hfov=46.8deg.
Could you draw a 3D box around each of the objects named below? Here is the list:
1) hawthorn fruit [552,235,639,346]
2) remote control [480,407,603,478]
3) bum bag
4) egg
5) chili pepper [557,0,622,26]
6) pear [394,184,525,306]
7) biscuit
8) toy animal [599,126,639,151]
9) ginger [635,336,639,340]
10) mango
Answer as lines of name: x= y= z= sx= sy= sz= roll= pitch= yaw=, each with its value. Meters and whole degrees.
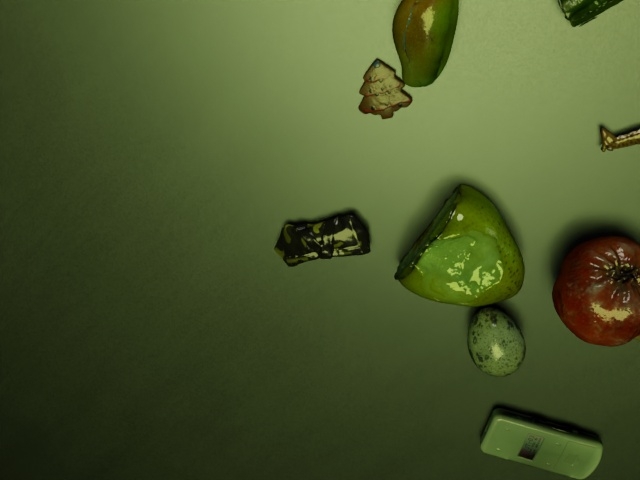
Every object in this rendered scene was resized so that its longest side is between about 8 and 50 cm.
hawthorn fruit: x=0.624 y=0.130 z=1.624 sx=0.241 sy=0.242 sz=0.272 roll=10 pitch=149 yaw=5
remote control: x=0.571 y=0.523 z=1.905 sx=0.296 sy=0.056 sz=0.140 roll=15 pitch=120 yaw=1
bum bag: x=0.000 y=0.000 z=1.740 sx=0.232 sy=0.060 sz=0.107 roll=-9 pitch=106 yaw=12
egg: x=0.413 y=0.239 z=1.747 sx=0.132 sy=0.132 sz=0.172 roll=-16 pitch=101 yaw=17
chili pepper: x=0.612 y=-0.516 z=1.356 sx=0.359 sy=0.076 sz=0.085 roll=-29 pitch=126 yaw=24
pear: x=0.327 y=0.054 z=1.656 sx=0.292 sy=0.159 sz=0.293 roll=3 pitch=118 yaw=6
biscuit: x=0.130 y=-0.321 z=1.575 sx=0.119 sy=0.019 sz=0.130 roll=-10 pitch=114 yaw=15
toy animal: x=0.705 y=-0.246 z=1.492 sx=0.149 sy=0.054 sz=0.275 roll=44 pitch=117 yaw=-10
ginger: x=0.847 y=0.215 z=1.694 sx=0.258 sy=0.065 sz=0.149 roll=20 pitch=103 yaw=15
mango: x=0.203 y=-0.407 z=1.471 sx=0.125 sy=0.111 sz=0.233 roll=24 pitch=132 yaw=13
